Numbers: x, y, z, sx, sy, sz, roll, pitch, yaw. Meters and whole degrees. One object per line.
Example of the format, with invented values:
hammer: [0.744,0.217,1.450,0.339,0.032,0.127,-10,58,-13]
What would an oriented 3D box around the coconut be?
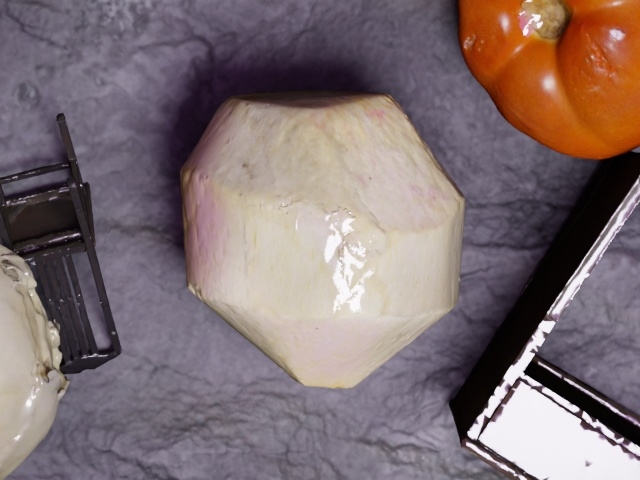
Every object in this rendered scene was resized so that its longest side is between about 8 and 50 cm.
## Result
coconut: [0.000,0.000,1.625,0.259,0.259,0.259,-1,95,-6]

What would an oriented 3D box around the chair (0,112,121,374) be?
chair: [-0.229,0.009,1.686,0.084,0.101,0.212,-14,133,-4]

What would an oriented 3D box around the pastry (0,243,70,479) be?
pastry: [-0.336,0.096,1.611,0.265,0.133,0.264,8,119,15]

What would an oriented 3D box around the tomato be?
tomato: [0.238,-0.192,1.631,0.180,0.260,0.259,-14,97,-37]

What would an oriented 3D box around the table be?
table: [0.289,0.105,1.663,0.251,0.196,0.282,33,95,-2]
